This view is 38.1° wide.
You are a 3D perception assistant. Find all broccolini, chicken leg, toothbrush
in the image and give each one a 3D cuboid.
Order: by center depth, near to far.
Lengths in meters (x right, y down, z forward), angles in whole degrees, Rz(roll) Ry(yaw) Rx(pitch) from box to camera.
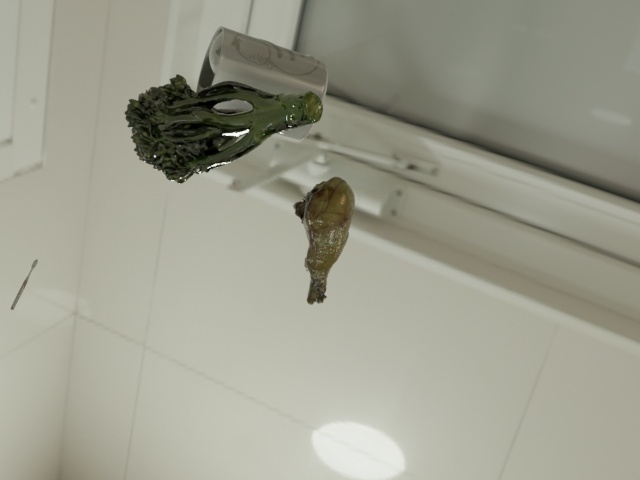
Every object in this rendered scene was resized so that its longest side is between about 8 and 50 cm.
[{"bbox_3d":[-0.072,-0.093,0.751,0.202,0.091,0.068,1,-173,33],"label":"broccolini"},{"bbox_3d":[0.000,0.000,1.207,0.070,0.178,0.093,-13,-148,-31],"label":"chicken leg"},{"bbox_3d":[-0.475,0.071,1.488,0.006,0.097,0.008,28,-166,-12],"label":"toothbrush"}]

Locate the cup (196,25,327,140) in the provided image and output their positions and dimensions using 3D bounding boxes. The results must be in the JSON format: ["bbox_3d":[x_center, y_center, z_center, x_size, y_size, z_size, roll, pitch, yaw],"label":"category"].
[{"bbox_3d":[-0.068,-0.194,1.072,0.133,0.099,0.136,15,-121,-18],"label":"cup"}]
